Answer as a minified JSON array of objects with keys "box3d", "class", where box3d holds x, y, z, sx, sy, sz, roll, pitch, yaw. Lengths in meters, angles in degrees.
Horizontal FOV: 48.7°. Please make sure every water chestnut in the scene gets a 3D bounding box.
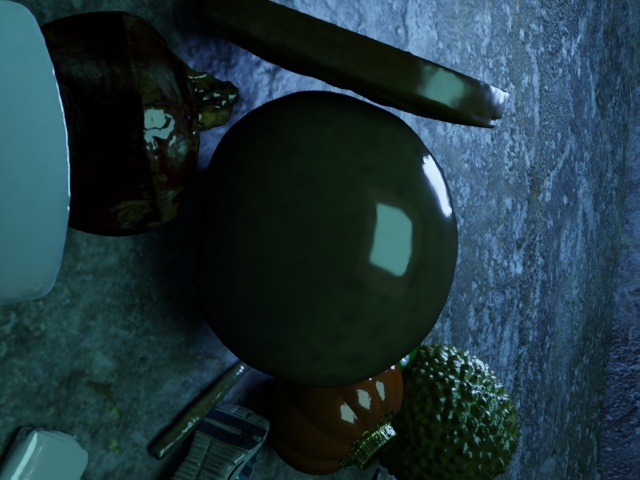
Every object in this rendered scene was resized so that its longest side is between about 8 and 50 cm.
[{"box3d":[-0.194,-0.111,0.700,0.238,0.223,0.224,-10,103,-22],"class":"water chestnut"}]

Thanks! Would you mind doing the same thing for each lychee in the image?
[{"box3d":[0.211,0.315,1.247,0.270,0.270,0.320,-30,154,-48],"class":"lychee"}]

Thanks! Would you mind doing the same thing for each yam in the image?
[{"box3d":[-0.146,0.208,0.959,0.234,0.029,0.027,-43,153,-45],"class":"yam"}]

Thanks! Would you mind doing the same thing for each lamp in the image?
[{"box3d":[0.020,0.240,1.039,0.223,0.196,0.223,-38,156,-20],"class":"lamp"}]

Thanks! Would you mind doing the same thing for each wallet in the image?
[{"box3d":[-0.312,0.287,0.733,0.095,0.033,0.190,48,56,-46],"class":"wallet"}]

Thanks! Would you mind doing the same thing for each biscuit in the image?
[{"box3d":[0.044,-0.223,0.894,0.350,0.394,0.070,-11,124,-62],"class":"biscuit"}]

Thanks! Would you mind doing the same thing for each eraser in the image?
[{"box3d":[-0.302,-0.053,0.506,0.104,0.290,0.189,-2,92,-53],"class":"eraser"}]

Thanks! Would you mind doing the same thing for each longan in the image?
[{"box3d":[0.000,0.000,0.887,0.361,0.361,0.361,-6,98,-53],"class":"longan"}]

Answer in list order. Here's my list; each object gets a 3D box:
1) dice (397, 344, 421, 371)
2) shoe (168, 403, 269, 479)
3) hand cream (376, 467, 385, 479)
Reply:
[{"box3d":[0.088,0.145,1.177,0.131,0.128,0.120,-53,131,-35],"class":"dice"},{"box3d":[-0.137,0.311,0.939,0.106,0.091,0.207,88,26,-46],"class":"shoe"},{"box3d":[0.075,0.541,1.264,0.257,0.050,0.084,-54,130,-40],"class":"hand cream"}]
